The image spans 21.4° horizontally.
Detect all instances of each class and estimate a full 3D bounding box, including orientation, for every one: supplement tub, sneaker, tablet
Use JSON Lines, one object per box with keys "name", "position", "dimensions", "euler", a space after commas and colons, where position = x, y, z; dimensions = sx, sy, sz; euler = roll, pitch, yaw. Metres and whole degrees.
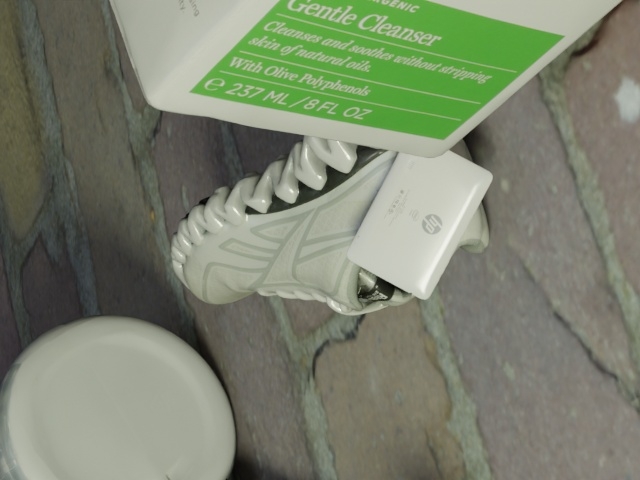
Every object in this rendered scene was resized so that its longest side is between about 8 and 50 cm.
{"name": "supplement tub", "position": [-0.209, 0.204, 1.405], "dimensions": [0.316, 0.194, 0.193], "euler": [-47, 54, 53]}
{"name": "sneaker", "position": [0.000, 0.000, 1.077], "dimensions": [0.292, 0.110, 0.118], "euler": [-32, 80, 53]}
{"name": "tablet", "position": [0.056, -0.014, 0.962], "dimensions": [0.083, 0.054, 0.006], "euler": [-63, -6, 13]}

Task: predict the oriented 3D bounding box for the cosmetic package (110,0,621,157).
{"name": "cosmetic package", "position": [0.081, -0.206, 0.696], "dimensions": [0.365, 0.197, 0.155], "euler": [-41, 58, 36]}
